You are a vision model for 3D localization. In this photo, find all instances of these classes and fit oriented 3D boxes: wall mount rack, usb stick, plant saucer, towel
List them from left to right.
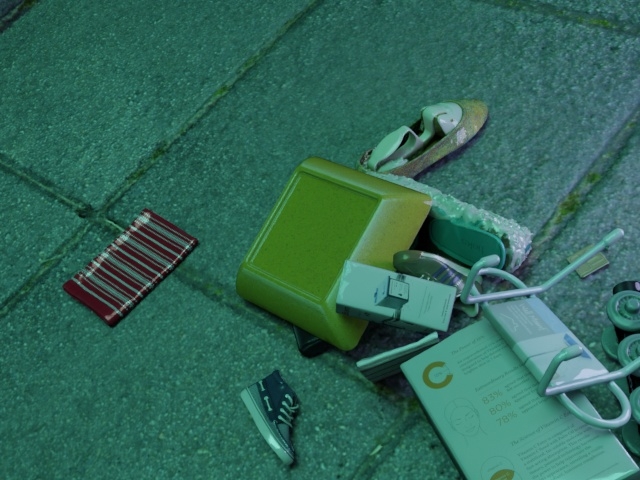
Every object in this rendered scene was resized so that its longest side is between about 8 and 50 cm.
[{"bbox_3d":[-0.427,0.054,2.044,0.199,0.031,0.275,30,68,38],"label":"towel"},{"bbox_3d":[-0.035,0.110,1.818,0.077,0.045,0.278,-28,46,10],"label":"usb stick"},{"bbox_3d":[0.000,0.000,1.752,0.333,0.081,0.332,23,81,40],"label":"plant saucer"},{"bbox_3d":[0.138,0.199,1.571,0.144,0.197,0.029,-23,73,3],"label":"towel"},{"bbox_3d":[0.396,0.109,1.388,0.304,0.130,0.350,-8,43,-30],"label":"wall mount rack"}]

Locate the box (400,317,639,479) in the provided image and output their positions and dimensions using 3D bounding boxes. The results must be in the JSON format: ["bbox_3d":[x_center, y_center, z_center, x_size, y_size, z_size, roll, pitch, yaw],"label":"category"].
[{"bbox_3d":[0.307,0.305,1.419,0.215,0.168,0.345,-29,47,-2],"label":"box"}]

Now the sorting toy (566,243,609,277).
[{"bbox_3d":[0.501,0.032,1.674,0.083,0.012,0.062,-30,42,2],"label":"sorting toy"}]

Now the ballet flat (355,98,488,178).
[{"bbox_3d":[0.214,-0.218,1.941,0.349,0.123,0.123,-37,47,-10],"label":"ballet flat"}]

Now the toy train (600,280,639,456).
[{"bbox_3d":[0.557,0.200,1.431,0.190,0.142,0.333,-5,50,7],"label":"toy train"}]

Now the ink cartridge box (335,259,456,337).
[{"bbox_3d":[0.125,0.102,1.562,0.191,0.139,0.082,13,79,4],"label":"ink cartridge box"}]

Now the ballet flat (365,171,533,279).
[{"bbox_3d":[0.233,-0.037,1.793,0.409,0.147,0.147,26,66,34],"label":"ballet flat"}]

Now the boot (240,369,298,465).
[{"bbox_3d":[-0.073,0.312,1.643,0.086,0.069,0.190,-35,45,-4],"label":"boot"}]

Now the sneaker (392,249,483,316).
[{"bbox_3d":[0.217,0.083,1.656,0.064,0.192,0.086,-39,39,49],"label":"sneaker"}]
